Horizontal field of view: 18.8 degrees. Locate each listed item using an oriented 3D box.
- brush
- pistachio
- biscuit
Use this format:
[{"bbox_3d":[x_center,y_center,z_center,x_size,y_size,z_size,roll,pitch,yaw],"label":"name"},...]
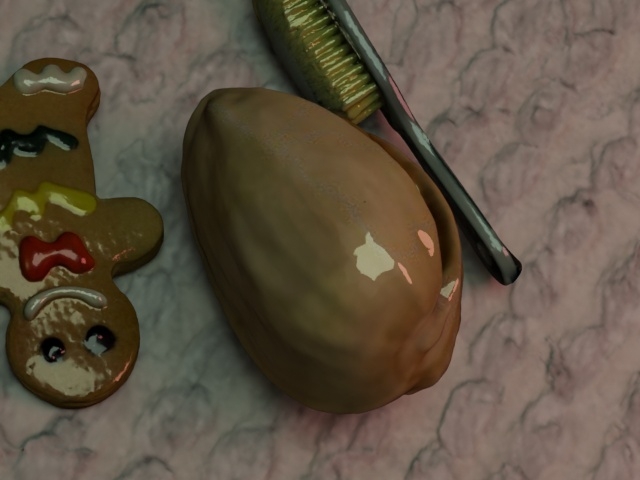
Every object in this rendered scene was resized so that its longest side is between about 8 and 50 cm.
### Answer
[{"bbox_3d":[0.032,-0.085,1.306,0.060,0.068,0.297,-32,80,-7],"label":"brush"},{"bbox_3d":[0.000,0.000,1.213,0.157,0.157,0.229,-22,62,-24],"label":"pistachio"},{"bbox_3d":[-0.178,-0.010,1.218,0.158,0.035,0.240,-16,71,-20],"label":"biscuit"}]
